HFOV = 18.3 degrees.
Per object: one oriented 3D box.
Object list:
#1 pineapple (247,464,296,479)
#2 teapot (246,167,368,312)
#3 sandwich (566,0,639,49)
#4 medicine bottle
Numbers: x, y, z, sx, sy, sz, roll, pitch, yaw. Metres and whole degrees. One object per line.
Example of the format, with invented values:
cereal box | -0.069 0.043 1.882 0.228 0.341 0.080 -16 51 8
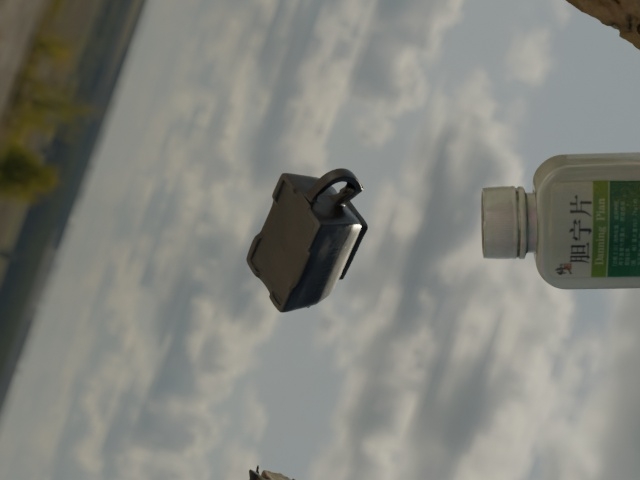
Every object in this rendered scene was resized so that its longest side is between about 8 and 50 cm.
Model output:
pineapple | 0.062 0.333 1.669 0.158 0.334 0.161 -63 170 7
teapot | 0.000 0.000 2.007 0.087 0.096 0.177 55 -45 39
sandwich | 0.238 -0.242 1.521 0.131 0.325 0.262 -55 176 19
medicine bottle | 0.236 -0.017 1.775 0.069 0.183 0.119 -82 172 -69
